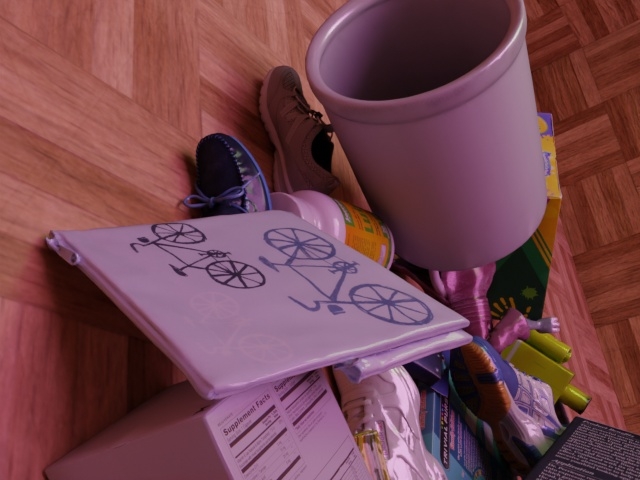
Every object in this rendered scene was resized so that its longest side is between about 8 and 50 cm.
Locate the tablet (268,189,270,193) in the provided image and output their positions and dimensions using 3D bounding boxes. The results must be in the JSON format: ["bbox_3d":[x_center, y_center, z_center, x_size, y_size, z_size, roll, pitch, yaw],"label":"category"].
[{"bbox_3d":[-0.105,-0.077,1.115,0.054,0.006,0.083,57,28,-18],"label":"tablet"}]

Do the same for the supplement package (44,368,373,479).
[{"bbox_3d":[-0.076,0.267,0.689,0.262,0.199,0.198,65,27,-2],"label":"supplement package"}]

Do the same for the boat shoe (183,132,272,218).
[{"bbox_3d":[-0.113,-0.024,0.957,0.089,0.109,0.258,-6,73,-58],"label":"boat shoe"}]

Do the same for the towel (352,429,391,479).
[{"bbox_3d":[0.001,0.313,0.911,0.237,0.021,0.102,-4,70,-43],"label":"towel"}]

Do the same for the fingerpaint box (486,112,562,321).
[{"bbox_3d":[0.498,-0.072,1.853,0.445,0.163,0.371,-70,161,-53],"label":"fingerpaint box"}]

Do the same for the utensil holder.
[{"bbox_3d":[0.188,-0.180,1.175,0.385,0.328,0.327,63,22,-44],"label":"utensil holder"}]

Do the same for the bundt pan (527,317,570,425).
[{"bbox_3d":[0.474,0.350,1.636,0.331,0.124,0.331,-21,90,-78],"label":"bundt pan"}]

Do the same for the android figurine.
[{"bbox_3d":[0.400,0.294,1.481,0.273,0.248,0.056,32,7,26],"label":"android figurine"}]

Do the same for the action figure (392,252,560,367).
[{"bbox_3d":[0.281,0.130,1.380,0.276,0.248,0.370,13,55,-56],"label":"action figure"}]

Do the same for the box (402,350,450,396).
[{"bbox_3d":[0.141,0.161,1.244,0.225,0.036,0.136,32,36,-13],"label":"box"}]

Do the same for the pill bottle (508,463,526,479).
[{"bbox_3d":[0.396,0.391,1.373,0.094,0.094,0.169,24,48,-53],"label":"pill bottle"}]

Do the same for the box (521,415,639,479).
[{"bbox_3d":[0.423,0.494,1.118,0.395,0.212,0.293,-12,110,-55],"label":"box"}]

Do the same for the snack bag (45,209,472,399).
[{"bbox_3d":[-0.061,0.051,0.752,0.342,0.323,0.037,-8,120,-43],"label":"snack bag"}]

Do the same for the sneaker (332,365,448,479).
[{"bbox_3d":[0.085,0.289,1.052,0.152,0.114,0.305,-11,72,-48],"label":"sneaker"}]

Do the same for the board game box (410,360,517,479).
[{"bbox_3d":[0.249,0.403,1.289,0.336,0.079,0.254,52,29,-26],"label":"board game box"}]

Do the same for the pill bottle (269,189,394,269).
[{"bbox_3d":[0.000,0.000,1.099,0.246,0.136,0.136,16,56,-56],"label":"pill bottle"}]

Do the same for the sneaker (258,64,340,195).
[{"bbox_3d":[-0.023,-0.182,1.223,0.105,0.115,0.281,21,51,-54],"label":"sneaker"}]

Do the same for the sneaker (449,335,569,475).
[{"bbox_3d":[0.337,0.272,1.280,0.131,0.112,0.296,-41,108,-30],"label":"sneaker"}]
